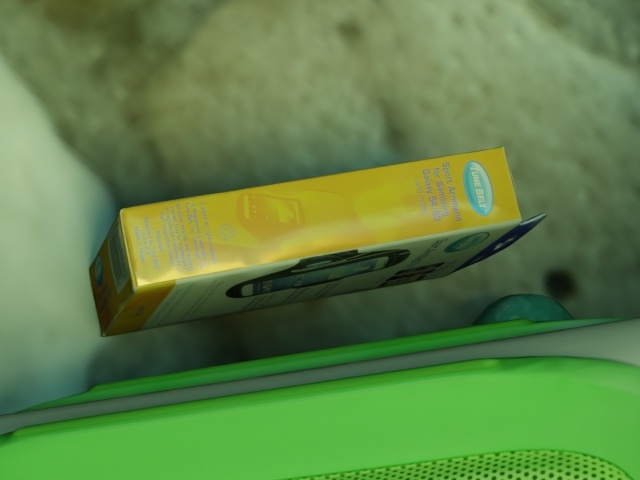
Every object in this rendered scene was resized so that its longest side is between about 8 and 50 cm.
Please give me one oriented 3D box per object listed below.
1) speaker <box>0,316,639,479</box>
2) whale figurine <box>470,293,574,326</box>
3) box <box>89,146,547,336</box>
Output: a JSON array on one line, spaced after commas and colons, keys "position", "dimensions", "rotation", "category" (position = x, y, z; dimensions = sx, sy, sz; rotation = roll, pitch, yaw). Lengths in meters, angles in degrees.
[{"position": [0.003, 0.094, 0.474], "dimensions": [0.297, 0.131, 0.131], "rotation": [-10, 78, 18], "category": "speaker"}, {"position": [0.107, 0.142, 0.546], "dimensions": [0.216, 0.141, 0.272], "rotation": [-30, 83, -17], "category": "whale figurine"}, {"position": [0.000, 0.000, 0.583], "dimensions": [0.136, 0.081, 0.028], "rotation": [-12, 80, -16], "category": "box"}]
